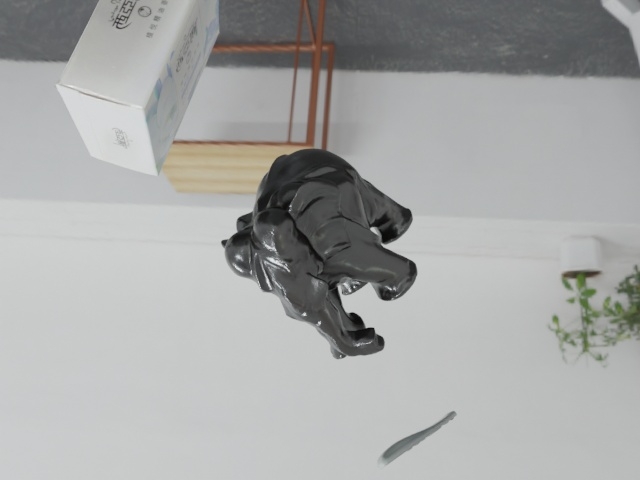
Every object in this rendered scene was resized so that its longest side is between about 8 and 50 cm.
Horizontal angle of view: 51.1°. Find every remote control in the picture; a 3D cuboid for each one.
[{"bbox_3d":[0.185,0.381,1.299,0.184,0.027,0.050,-27,165,-22],"label":"remote control"}]

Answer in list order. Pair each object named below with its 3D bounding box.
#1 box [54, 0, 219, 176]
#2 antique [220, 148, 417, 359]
[{"bbox_3d":[-0.234,-0.258,0.925,0.116,0.274,0.203,18,160,-1],"label":"box"},{"bbox_3d":[0.000,0.000,0.980,0.185,0.322,0.255,-32,120,30],"label":"antique"}]
